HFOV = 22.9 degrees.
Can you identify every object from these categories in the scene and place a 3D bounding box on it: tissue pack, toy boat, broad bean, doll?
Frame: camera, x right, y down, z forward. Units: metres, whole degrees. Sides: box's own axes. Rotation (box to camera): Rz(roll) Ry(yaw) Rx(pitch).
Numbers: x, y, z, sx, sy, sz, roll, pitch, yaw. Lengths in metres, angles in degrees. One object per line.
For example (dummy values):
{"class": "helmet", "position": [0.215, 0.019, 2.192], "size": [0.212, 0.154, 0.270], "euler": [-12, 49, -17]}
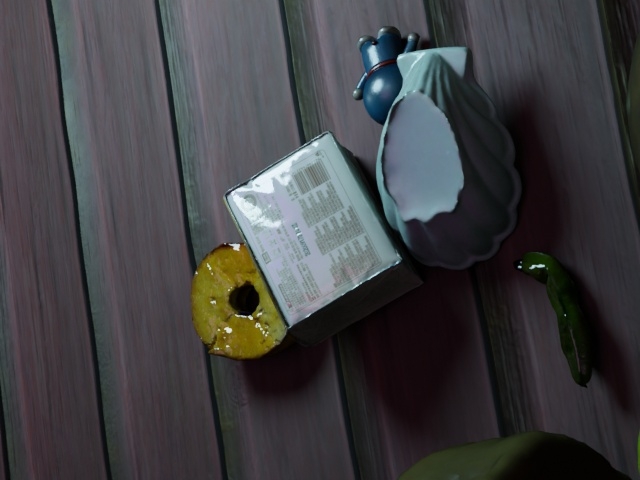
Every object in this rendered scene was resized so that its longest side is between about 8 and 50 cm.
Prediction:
{"class": "tissue pack", "position": [0.000, 0.000, 2.133], "size": [0.185, 0.124, 0.225], "euler": [-31, 65, 9]}
{"class": "toy boat", "position": [0.148, -0.100, 2.023], "size": [0.199, 0.100, 0.290], "euler": [-4, 96, 26]}
{"class": "broad bean", "position": [0.300, 0.086, 1.953], "size": [0.061, 0.046, 0.195], "euler": [-53, 51, 38]}
{"class": "doll", "position": [0.095, -0.214, 2.128], "size": [0.114, 0.085, 0.151], "euler": [-26, 60, 17]}

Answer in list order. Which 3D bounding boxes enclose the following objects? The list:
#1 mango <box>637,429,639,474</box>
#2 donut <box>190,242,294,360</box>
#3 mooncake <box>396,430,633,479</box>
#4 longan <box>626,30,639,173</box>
{"class": "mango", "position": [0.405, 0.245, 1.845], "size": [0.073, 0.056, 0.108], "euler": [-22, 70, 32]}
{"class": "donut", "position": [-0.094, 0.087, 2.273], "size": [0.190, 0.075, 0.174], "euler": [-15, 76, 35]}
{"class": "mooncake", "position": [0.208, 0.451, 1.755], "size": [0.262, 0.467, 0.466], "euler": [-17, 76, 45]}
{"class": "longan", "position": [0.496, -0.141, 1.613], "size": [0.405, 0.336, 0.404], "euler": [-5, 80, 30]}
